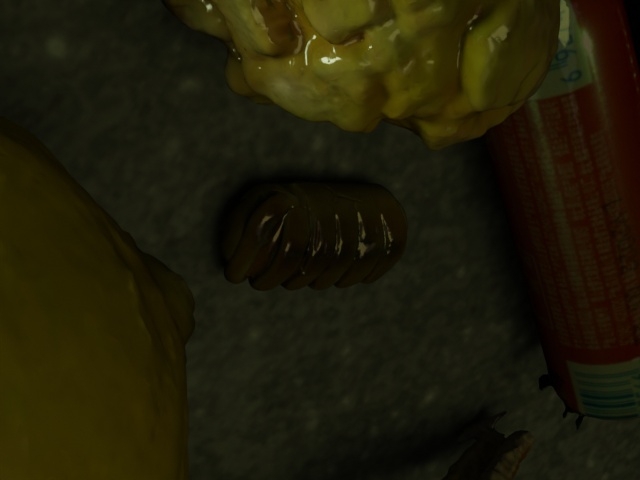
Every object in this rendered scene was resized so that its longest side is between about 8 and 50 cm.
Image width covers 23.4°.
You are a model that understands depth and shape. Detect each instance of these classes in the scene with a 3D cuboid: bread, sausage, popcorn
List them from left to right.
[{"bbox_3d":[0.000,0.000,0.643,0.088,0.034,0.049,2,121,-34],"label":"bread"},{"bbox_3d":[0.014,-0.108,0.524,0.148,0.152,0.167,-37,112,-46],"label":"popcorn"},{"bbox_3d":[0.110,-0.036,0.663,0.083,0.083,0.264,-31,127,-14],"label":"sausage"}]

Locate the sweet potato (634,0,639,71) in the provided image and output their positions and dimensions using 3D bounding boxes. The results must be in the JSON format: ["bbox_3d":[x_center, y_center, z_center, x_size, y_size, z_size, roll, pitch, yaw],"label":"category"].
[{"bbox_3d":[0.149,-0.158,0.604,0.109,0.109,0.385,-31,141,-14],"label":"sweet potato"}]

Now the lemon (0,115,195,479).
[{"bbox_3d":[-0.171,0.065,0.443,0.288,0.233,0.233,-21,126,-10],"label":"lemon"}]

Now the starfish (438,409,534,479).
[{"bbox_3d":[-0.080,0.228,0.599,0.398,0.132,0.384,-37,168,9],"label":"starfish"}]
